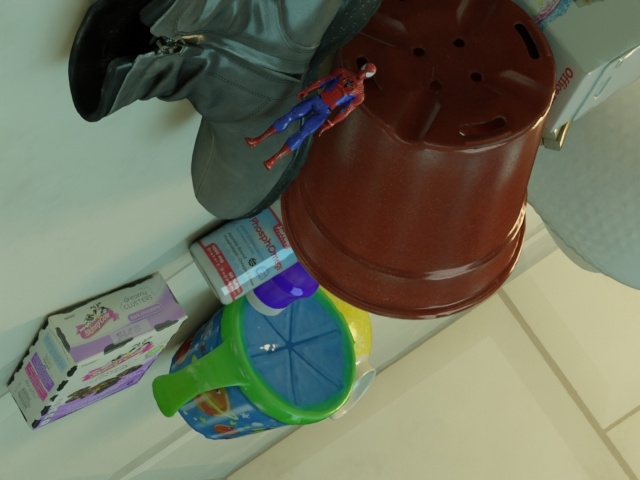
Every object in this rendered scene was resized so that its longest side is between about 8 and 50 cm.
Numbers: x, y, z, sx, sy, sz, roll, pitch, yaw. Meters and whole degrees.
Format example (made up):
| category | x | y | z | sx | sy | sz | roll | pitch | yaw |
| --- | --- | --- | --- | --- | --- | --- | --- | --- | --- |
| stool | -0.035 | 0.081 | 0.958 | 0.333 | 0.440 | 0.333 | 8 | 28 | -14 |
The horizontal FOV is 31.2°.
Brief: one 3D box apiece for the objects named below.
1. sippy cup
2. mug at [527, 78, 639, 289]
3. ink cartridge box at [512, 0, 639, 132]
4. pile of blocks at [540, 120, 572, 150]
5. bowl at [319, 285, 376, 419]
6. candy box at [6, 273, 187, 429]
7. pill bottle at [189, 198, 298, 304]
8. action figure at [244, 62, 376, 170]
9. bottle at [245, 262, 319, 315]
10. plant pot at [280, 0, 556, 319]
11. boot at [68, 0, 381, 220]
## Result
| category | x | y | z | sx | sy | sz | roll | pitch | yaw |
| --- | --- | --- | --- | --- | --- | --- | --- | --- | --- |
| sippy cup | -0.104 | 0.190 | 1.713 | 0.305 | 0.240 | 0.224 | 28 | 139 | -30 |
| mug | 0.430 | -0.086 | 1.718 | 0.276 | 0.328 | 0.374 | -28 | 165 | -22 |
| ink cartridge box | 0.244 | -0.227 | 1.151 | 0.127 | 0.176 | 0.128 | -30 | 166 | -15 |
| pile of blocks | 0.327 | -0.265 | 1.360 | 0.362 | 0.149 | 0.112 | -40 | 148 | -11 |
| bowl | 0.002 | 0.216 | 1.977 | 0.289 | 0.156 | 0.289 | -43 | 159 | -21 |
| candy box | -0.278 | 0.139 | 1.418 | 0.165 | 0.070 | 0.196 | -22 | 162 | -39 |
| pill bottle | -0.072 | 0.003 | 1.394 | 0.160 | 0.087 | 0.087 | -32 | 166 | -10 |
| action figure | -0.003 | -0.101 | 0.890 | 0.115 | 0.038 | 0.030 | -38 | 174 | -2 |
| bottle | 0.000 | 0.000 | 1.532 | 0.118 | 0.092 | 0.283 | -16 | 158 | -49 |
| plant pot | 0.103 | -0.099 | 1.141 | 0.272 | 0.272 | 0.265 | -29 | 157 | -20 |
| boot | -0.102 | -0.126 | 0.900 | 0.223 | 0.118 | 0.338 | -19 | 149 | -37 |
